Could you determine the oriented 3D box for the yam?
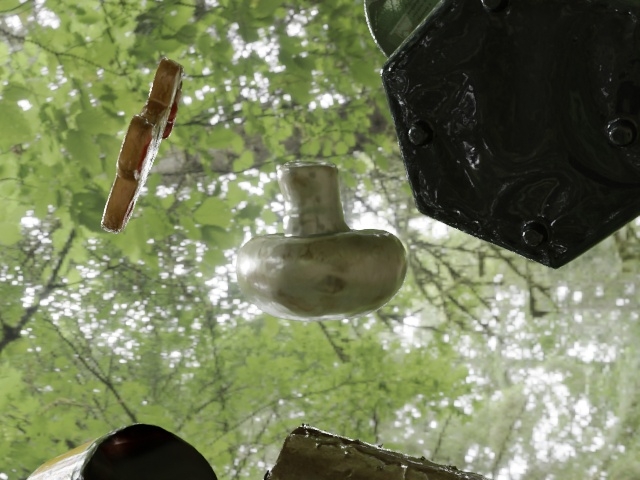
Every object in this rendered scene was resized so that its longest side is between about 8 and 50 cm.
[{"bbox_3d":[0.072,0.263,0.767,0.128,0.238,0.129,-24,-60,-66],"label":"yam"}]

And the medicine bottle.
[{"bbox_3d":[-0.334,0.421,1.113,0.242,0.395,0.242,36,-144,-31],"label":"medicine bottle"}]

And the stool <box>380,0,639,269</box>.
[{"bbox_3d":[0.169,-0.105,0.604,0.141,0.232,0.232,-34,-68,-51],"label":"stool"}]

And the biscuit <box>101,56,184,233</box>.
[{"bbox_3d":[-0.192,-0.128,0.941,0.036,0.165,0.250,20,-144,-10],"label":"biscuit"}]

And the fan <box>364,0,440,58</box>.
[{"bbox_3d":[0.151,-0.379,1.161,0.223,0.012,0.294,-26,-95,-7],"label":"fan"}]

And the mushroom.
[{"bbox_3d":[0.000,0.000,1.129,0.243,0.243,0.243,4,-96,-47],"label":"mushroom"}]
